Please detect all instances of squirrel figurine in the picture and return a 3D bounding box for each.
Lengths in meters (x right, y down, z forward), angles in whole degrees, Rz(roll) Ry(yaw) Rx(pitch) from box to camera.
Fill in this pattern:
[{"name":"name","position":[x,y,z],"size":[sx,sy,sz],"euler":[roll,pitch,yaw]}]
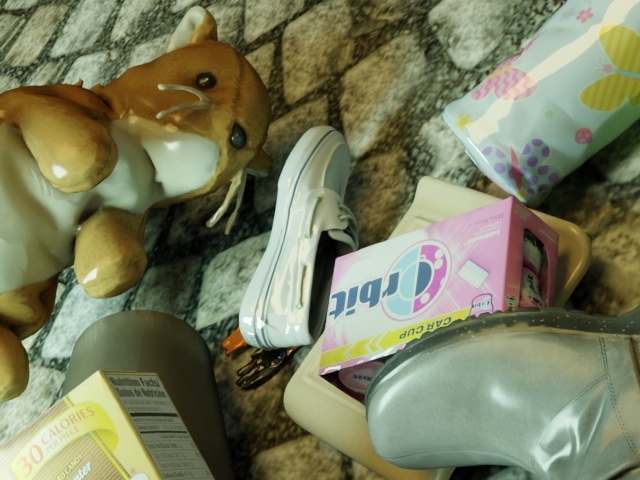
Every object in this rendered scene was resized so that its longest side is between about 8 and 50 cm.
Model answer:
[{"name":"squirrel figurine","position":[-0.240,-0.083,1.591],"size":[0.370,0.281,0.397],"euler":[-31,18,-12]}]

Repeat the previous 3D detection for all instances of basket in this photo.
[{"name":"basket","position":[-0.156,0.179,1.390],"size":[0.204,0.154,0.227],"euler":[-30,35,20]}]

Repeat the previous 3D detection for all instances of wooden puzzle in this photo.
[{"name":"wooden puzzle","position":[0.092,0.075,1.305],"size":[0.221,0.044,0.239],"euler":[23,80,55]}]

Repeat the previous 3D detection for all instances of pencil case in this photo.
[{"name":"pencil case","position":[0.226,-0.149,1.303],"size":[0.273,0.113,0.124],"euler":[-43,20,9]}]

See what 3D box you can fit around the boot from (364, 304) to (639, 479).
[{"name":"boot","position":[0.166,0.155,1.049],"size":[0.338,0.118,0.223],"euler":[-18,45,30]}]

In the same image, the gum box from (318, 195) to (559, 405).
[{"name":"gum box","position":[0.093,0.048,1.233],"size":[0.188,0.062,0.107],"euler":[-21,47,39]}]

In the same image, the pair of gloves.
[{"name":"pair of gloves","position":[-0.053,0.094,1.474],"size":[0.074,0.010,0.083],"euler":[-40,37,11]}]

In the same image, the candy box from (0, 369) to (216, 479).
[{"name":"candy box","position":[-0.132,0.273,1.178],"size":[0.183,0.087,0.316],"euler":[-37,71,16]}]

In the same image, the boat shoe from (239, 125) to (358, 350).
[{"name":"boat shoe","position":[0.000,0.000,1.462],"size":[0.076,0.083,0.226],"euler":[4,65,28]}]
